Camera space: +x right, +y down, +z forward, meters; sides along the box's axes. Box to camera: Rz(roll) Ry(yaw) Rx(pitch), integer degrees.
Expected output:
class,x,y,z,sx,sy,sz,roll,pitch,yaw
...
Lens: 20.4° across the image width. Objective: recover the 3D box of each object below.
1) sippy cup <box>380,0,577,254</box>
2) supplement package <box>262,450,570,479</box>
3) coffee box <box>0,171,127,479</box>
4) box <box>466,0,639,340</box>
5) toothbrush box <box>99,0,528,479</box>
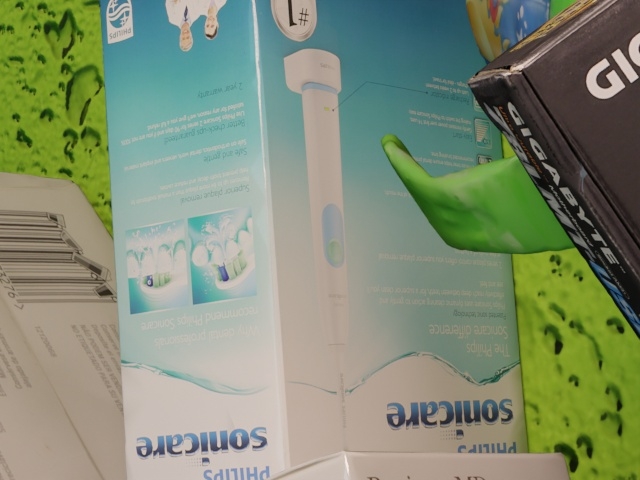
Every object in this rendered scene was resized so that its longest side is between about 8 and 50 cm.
class,x,y,z,sx,sy,sz,roll,pitch,yaw
sippy cup,0.180,-0.119,0.843,0.224,0.305,0.240,-143,52,-68
supplement package,0.036,0.260,0.825,0.175,0.177,0.293,-27,68,37
coffee box,-0.299,0.176,1.175,0.334,0.338,0.338,-50,57,27
box,0.259,-0.028,0.700,0.295,0.073,0.293,-35,98,-7
toothbrush box,0.000,0.000,1.011,0.126,0.216,0.296,-11,81,40
